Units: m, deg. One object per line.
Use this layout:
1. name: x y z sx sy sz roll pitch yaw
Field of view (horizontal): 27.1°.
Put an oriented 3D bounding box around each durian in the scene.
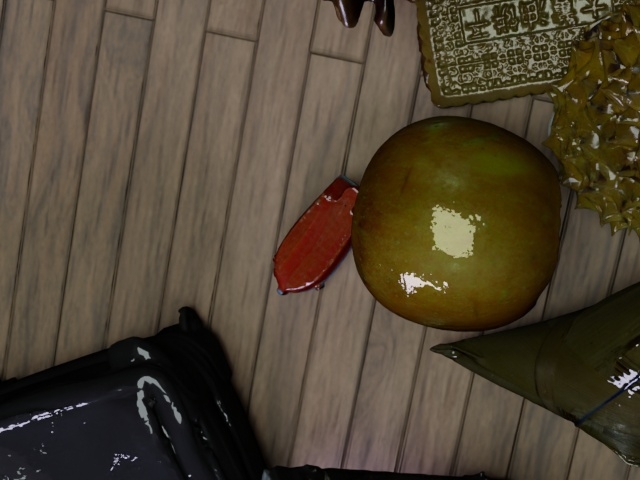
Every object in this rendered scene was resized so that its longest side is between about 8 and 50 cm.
1. durian: 0.312 -0.119 1.298 0.195 0.185 0.305 4 107 36

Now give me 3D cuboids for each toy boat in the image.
1. toy boat: 0.000 0.000 1.472 0.069 0.059 0.173 39 114 7

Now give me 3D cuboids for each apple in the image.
1. apple: 0.144 -0.010 1.339 0.207 0.237 0.237 13 103 17

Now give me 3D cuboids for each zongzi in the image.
1. zongzi: 0.272 0.085 1.343 0.289 0.123 0.260 26 135 13

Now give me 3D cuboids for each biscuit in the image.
1. biscuit: 0.221 -0.237 1.386 0.254 0.029 0.172 -7 98 17

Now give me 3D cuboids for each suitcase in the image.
1. suitcase: -0.241 0.285 1.535 0.345 0.188 0.339 -19 99 16

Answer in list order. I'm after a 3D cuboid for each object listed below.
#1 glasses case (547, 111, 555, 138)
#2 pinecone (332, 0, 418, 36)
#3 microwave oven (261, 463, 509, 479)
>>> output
1. glasses case: 0.329 -0.089 1.369 0.197 0.049 0.076 26 104 10
2. pinecone: 0.065 -0.406 1.207 0.397 0.398 0.398 3 100 15
3. microwave oven: 0.089 0.345 1.371 0.295 0.237 0.181 6 103 -14
